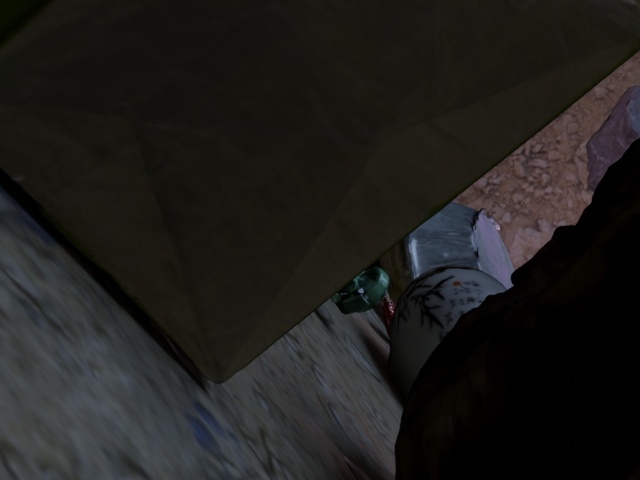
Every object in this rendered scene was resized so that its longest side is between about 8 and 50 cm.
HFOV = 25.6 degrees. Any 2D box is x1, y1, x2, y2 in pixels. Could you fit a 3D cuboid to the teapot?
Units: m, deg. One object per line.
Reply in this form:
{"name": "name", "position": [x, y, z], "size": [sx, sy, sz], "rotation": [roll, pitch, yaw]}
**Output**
{"name": "teapot", "position": [0.147, 0.107, 1.046], "size": [0.208, 0.166, 0.299], "rotation": [65, -6, -1]}

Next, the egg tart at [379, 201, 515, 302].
{"name": "egg tart", "position": [0.139, 0.043, 1.391], "size": [0.234, 0.094, 0.234], "rotation": [53, 27, -42]}

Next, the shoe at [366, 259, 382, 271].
{"name": "shoe", "position": [0.042, -0.041, 1.467], "size": [0.227, 0.099, 0.112], "rotation": [51, 12, -30]}

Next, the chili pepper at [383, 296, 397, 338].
{"name": "chili pepper", "position": [0.082, 0.087, 1.233], "size": [0.027, 0.045, 0.178], "rotation": [10, -17, 28]}

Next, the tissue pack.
{"name": "tissue pack", "position": [-0.038, -0.119, 0.554], "size": [0.167, 0.200, 0.275], "rotation": [48, 7, -33]}

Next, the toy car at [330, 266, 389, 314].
{"name": "toy car", "position": [0.000, 0.000, 0.960], "size": [0.073, 0.054, 0.143], "rotation": [53, 6, -23]}

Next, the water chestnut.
{"name": "water chestnut", "position": [0.189, 0.093, 0.615], "size": [0.300, 0.300, 0.300], "rotation": [53, 5, -6]}
